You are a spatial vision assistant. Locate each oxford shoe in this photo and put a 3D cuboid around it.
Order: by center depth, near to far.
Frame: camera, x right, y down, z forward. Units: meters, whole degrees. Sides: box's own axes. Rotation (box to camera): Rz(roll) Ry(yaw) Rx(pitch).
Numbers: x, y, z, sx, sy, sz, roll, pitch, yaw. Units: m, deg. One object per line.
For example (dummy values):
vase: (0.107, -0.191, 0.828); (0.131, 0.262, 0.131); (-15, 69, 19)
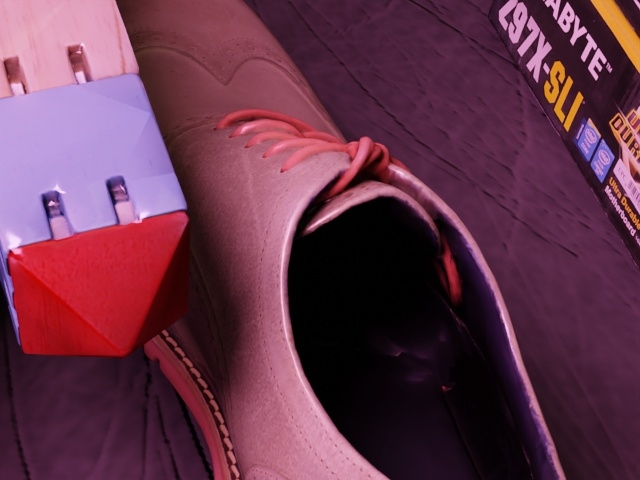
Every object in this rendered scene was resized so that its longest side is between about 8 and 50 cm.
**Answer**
oxford shoe: (0.000, 0.000, 0.532); (0.123, 0.130, 0.348); (-6, 49, -28)

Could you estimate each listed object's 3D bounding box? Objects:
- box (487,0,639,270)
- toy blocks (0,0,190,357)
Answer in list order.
box: (0.272, -0.051, 0.746); (0.322, 0.079, 0.257); (-2, 45, -25)
toy blocks: (-0.206, -0.035, 0.453); (0.382, 0.190, 0.260); (-13, 57, -14)
